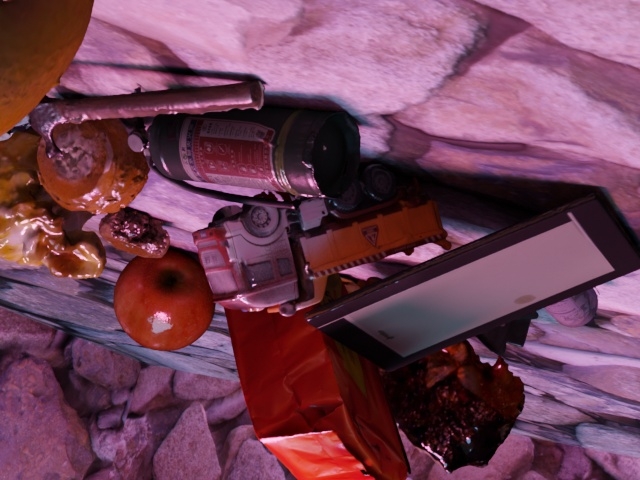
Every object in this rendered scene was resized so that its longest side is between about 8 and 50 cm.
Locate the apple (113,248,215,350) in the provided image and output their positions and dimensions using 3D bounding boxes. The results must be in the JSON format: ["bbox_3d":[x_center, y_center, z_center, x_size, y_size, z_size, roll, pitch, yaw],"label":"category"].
[{"bbox_3d":[-0.267,0.098,2.461,0.181,0.181,0.168,16,144,-2],"label":"apple"}]

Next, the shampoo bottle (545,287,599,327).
[{"bbox_3d":[0.287,0.050,1.776,0.072,0.072,0.214,9,165,28],"label":"shampoo bottle"}]

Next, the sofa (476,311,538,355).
[{"bbox_3d":[0.269,0.116,2.065,0.060,0.085,0.147,14,168,22],"label":"sofa"}]

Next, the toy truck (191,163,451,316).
[{"bbox_3d":[0.000,0.000,1.606,0.270,0.135,0.114,-16,-178,-26],"label":"toy truck"}]

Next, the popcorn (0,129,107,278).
[{"bbox_3d":[-0.360,-0.041,1.875,0.212,0.198,0.198,53,-178,22],"label":"popcorn"}]

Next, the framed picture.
[{"bbox_3d":[0.182,0.055,1.624,0.347,0.016,0.265,-25,155,16],"label":"framed picture"}]

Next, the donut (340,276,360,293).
[{"bbox_3d":[0.037,0.164,2.378,0.360,0.170,0.360,14,170,3],"label":"donut"}]

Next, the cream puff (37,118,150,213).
[{"bbox_3d":[-0.260,-0.094,1.685,0.144,0.126,0.103,18,-173,35],"label":"cream puff"}]

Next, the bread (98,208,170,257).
[{"bbox_3d":[-0.291,-0.014,2.237,0.113,0.060,0.082,23,166,-24],"label":"bread"}]

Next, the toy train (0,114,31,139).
[{"bbox_3d":[-0.379,-0.168,1.485,0.154,0.107,0.198,11,167,-26],"label":"toy train"}]

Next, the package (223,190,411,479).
[{"bbox_3d":[-0.018,0.127,1.742,0.123,0.423,0.196,-27,137,11],"label":"package"}]

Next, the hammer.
[{"bbox_3d":[-0.189,-0.142,1.497,0.297,0.027,0.125,1,122,29],"label":"hammer"}]

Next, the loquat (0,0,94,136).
[{"bbox_3d":[-0.287,-0.182,0.991,0.275,0.274,0.275,15,168,3],"label":"loquat"}]

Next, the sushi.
[{"bbox_3d":[0.143,0.187,2.085,0.343,0.182,0.196,40,-179,29],"label":"sushi"}]

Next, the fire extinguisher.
[{"bbox_3d":[-0.105,-0.101,1.524,0.294,0.118,0.093,8,-154,32],"label":"fire extinguisher"}]
